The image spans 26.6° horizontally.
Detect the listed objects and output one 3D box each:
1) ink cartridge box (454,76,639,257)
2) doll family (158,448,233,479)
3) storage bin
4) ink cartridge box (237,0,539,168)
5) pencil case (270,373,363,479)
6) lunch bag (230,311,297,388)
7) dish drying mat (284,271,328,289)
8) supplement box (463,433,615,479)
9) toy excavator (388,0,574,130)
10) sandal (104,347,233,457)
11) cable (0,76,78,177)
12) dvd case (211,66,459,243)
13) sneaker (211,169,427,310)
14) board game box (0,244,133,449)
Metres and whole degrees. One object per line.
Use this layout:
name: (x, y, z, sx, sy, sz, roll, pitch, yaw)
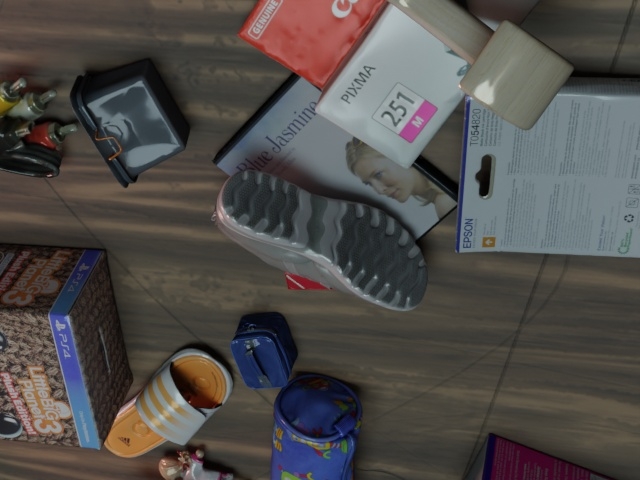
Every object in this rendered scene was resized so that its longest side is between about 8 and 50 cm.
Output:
ink cartridge box: (0.266, -0.081, 1.517, 0.223, 0.045, 0.223, 2, 128, 1)
doll family: (-0.216, 0.423, 1.974, 0.163, 0.118, 0.263, 22, 128, -2)
storage bin: (-0.219, -0.141, 1.587, 0.091, 0.098, 0.135, -22, 118, 15)
ink cartridge box: (0.072, -0.245, 1.444, 0.239, 0.060, 0.275, 31, 122, -10)
pencil case: (-0.006, 0.330, 1.853, 0.133, 0.119, 0.306, 25, 132, 26)
lunch bag: (-0.075, 0.144, 1.770, 0.067, 0.065, 0.098, -9, 123, 20)
dish drying mat: (-0.003, 0.050, 1.720, 0.083, 0.008, 0.032, 0, 124, 14)
supplement box: (0.302, 0.366, 1.809, 0.220, 0.114, 0.111, 22, 127, -1)
toy excavator: (-0.001, -0.304, 1.302, 0.445, 0.433, 0.222, 21, 109, -45)
sandal: (-0.219, 0.250, 1.876, 0.102, 0.076, 0.265, 38, 125, -14)
cable: (-0.427, -0.126, 1.687, 0.287, 0.072, 0.139, -8, 141, 33)
dvd case: (0.021, -0.075, 1.615, 0.253, 0.022, 0.180, 38, 125, -14)
sneaker: (0.000, 0.000, 1.620, 0.281, 0.105, 0.115, 28, 161, -13)
board game box: (-0.424, 0.137, 1.804, 0.291, 0.141, 0.232, 3, 126, 12)
